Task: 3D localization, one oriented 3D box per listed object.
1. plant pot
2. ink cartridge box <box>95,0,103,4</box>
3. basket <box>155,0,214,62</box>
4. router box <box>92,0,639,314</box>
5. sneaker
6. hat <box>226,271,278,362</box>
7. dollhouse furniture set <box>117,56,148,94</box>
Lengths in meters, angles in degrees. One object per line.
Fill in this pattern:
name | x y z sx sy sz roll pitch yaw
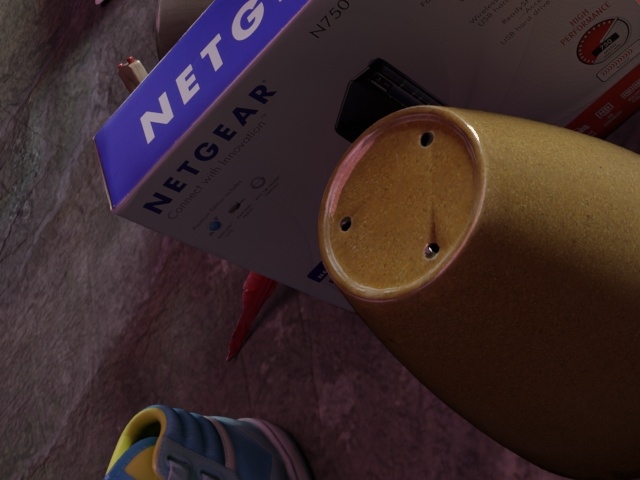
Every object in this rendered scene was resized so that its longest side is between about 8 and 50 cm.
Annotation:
plant pot | 0.126 0.017 0.606 0.237 0.254 0.237 -20 59 36
ink cartridge box | -0.264 -0.531 1.328 0.353 0.119 0.207 -40 48 23
basket | -0.034 -0.230 0.953 0.227 0.154 0.204 6 80 41
router box | 0.057 -0.102 0.692 0.335 0.301 0.082 -43 47 22
sneaker | -0.071 0.255 0.719 0.127 0.208 0.319 -51 45 12
hat | 0.000 0.000 0.889 0.208 0.173 0.183 -4 111 52
dollhouse furniture set | -0.115 -0.137 0.909 0.129 0.129 0.184 -33 14 -15
